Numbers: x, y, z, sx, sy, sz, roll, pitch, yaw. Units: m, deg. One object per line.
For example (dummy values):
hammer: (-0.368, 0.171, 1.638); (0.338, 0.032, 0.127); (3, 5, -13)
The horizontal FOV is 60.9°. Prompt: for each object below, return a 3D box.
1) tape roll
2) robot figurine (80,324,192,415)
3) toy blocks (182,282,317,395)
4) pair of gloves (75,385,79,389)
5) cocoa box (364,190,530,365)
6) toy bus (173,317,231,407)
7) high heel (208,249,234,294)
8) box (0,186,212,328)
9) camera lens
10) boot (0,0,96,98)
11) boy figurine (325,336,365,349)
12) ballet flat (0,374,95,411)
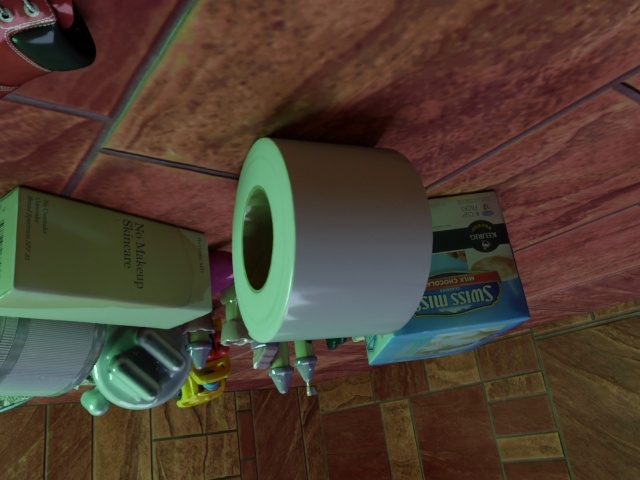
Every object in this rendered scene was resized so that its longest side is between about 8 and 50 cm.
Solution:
tape roll: (0.000, 0.000, 0.678); (0.169, 0.246, 0.246); (2, 158, -24)
robot figurine: (-0.406, 0.253, 1.202); (0.300, 0.199, 0.353); (-46, -164, -21)
toy blocks: (-0.090, 0.185, 1.126); (0.309, 0.259, 0.289); (-21, 156, 31)
pair of gloves: (-0.595, 0.216, 1.134); (0.204, 0.042, 0.240); (15, 128, -6)
cocoa box: (0.199, 0.091, 1.026); (0.232, 0.227, 0.347); (-7, 160, -4)
toy bus: (-0.292, 0.302, 1.374); (0.150, 0.220, 0.211); (-10, 175, -39)
high heel: (-0.261, 0.062, 0.985); (0.244, 0.082, 0.117); (-6, 175, 34)
box: (-0.321, 0.041, 0.811); (0.121, 0.147, 0.311); (-22, 157, 33)
camera lens: (-0.520, 0.144, 0.900); (0.220, 0.219, 0.274); (-17, 158, 24)
boot: (-0.270, -0.168, 0.349); (0.176, 0.088, 0.244); (-14, 168, 14)
boy figurine: (0.149, 0.233, 1.431); (0.285, 0.092, 0.177); (5, 152, -29)
ballet flat: (-0.681, 0.302, 1.369); (0.483, 0.164, 0.181); (-8, 119, -22)
